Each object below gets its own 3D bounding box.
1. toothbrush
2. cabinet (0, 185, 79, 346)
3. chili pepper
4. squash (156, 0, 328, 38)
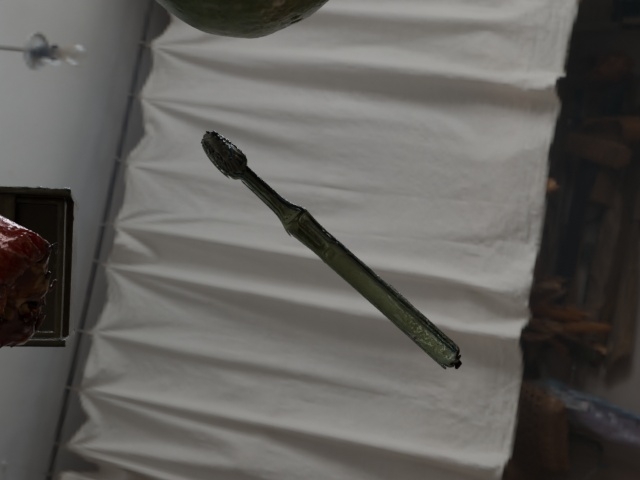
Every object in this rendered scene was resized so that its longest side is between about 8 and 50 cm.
[{"bbox_3d":[0.001,0.002,0.731,0.026,0.294,0.028,-46,-19,-5],"label":"toothbrush"},{"bbox_3d":[-0.364,0.030,1.062,0.215,0.148,0.175,173,99,-77],"label":"cabinet"},{"bbox_3d":[-0.223,0.011,0.541,0.070,0.123,0.073,-56,-18,-31],"label":"chili pepper"},{"bbox_3d":[-0.078,-0.312,0.706,0.309,0.310,0.310,116,176,-56],"label":"squash"}]
